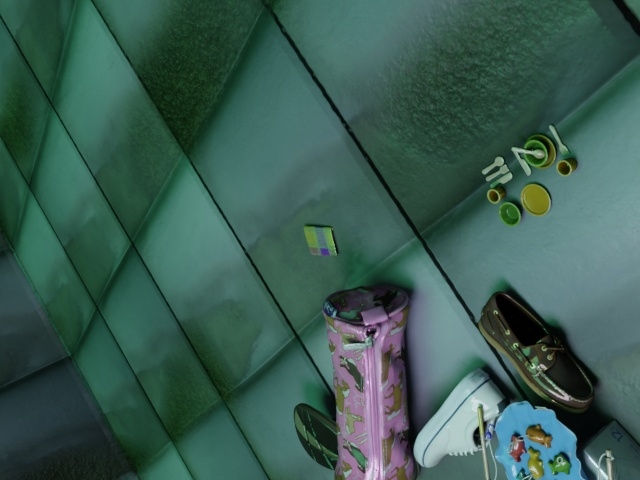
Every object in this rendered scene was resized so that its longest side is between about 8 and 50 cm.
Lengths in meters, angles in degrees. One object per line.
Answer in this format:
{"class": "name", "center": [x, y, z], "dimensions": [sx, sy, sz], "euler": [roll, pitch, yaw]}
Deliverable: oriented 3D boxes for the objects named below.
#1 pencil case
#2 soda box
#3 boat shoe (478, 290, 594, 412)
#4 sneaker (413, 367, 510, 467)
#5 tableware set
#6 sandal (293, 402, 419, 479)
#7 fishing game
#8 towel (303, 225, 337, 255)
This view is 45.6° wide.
{"class": "pencil case", "center": [0.090, 0.275, 1.357], "dimensions": [0.160, 0.167, 0.386], "euler": [13, 115, 41]}
{"class": "soda box", "center": [0.463, 0.400, 1.053], "dimensions": [0.286, 0.091, 0.098], "euler": [50, 141, 20]}
{"class": "boat shoe", "center": [0.316, 0.160, 1.112], "dimensions": [0.207, 0.073, 0.073], "euler": [43, 141, 27]}
{"class": "sneaker", "center": [0.236, 0.328, 1.293], "dimensions": [0.091, 0.094, 0.258], "euler": [48, 141, 27]}
{"class": "tableware set", "center": [0.287, -0.082, 1.049], "dimensions": [0.154, 0.024, 0.104], "euler": [-35, 82, 53]}
{"class": "sandal", "center": [0.072, 0.420, 1.570], "dimensions": [0.303, 0.086, 0.120], "euler": [17, 118, 28]}
{"class": "fishing game", "center": [0.313, 0.324, 1.098], "dimensions": [0.264, 0.041, 0.189], "euler": [11, 109, 60]}
{"class": "towel", "center": [0.000, 0.000, 1.467], "dimensions": [0.083, 0.009, 0.060], "euler": [2, 111, 50]}
